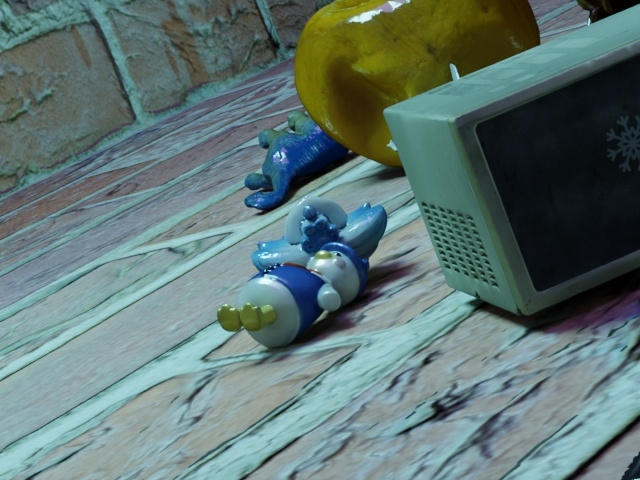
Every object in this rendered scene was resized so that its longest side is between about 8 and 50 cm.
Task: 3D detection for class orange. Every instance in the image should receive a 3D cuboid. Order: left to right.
[{"bbox_3d":[0.106,-0.177,1.931,0.249,0.183,0.249,-21,13,5],"label":"orange"}]

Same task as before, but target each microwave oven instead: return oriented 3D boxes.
[{"bbox_3d":[0.188,-0.062,1.238,0.241,0.145,0.194,-23,7,-10],"label":"microwave oven"}]

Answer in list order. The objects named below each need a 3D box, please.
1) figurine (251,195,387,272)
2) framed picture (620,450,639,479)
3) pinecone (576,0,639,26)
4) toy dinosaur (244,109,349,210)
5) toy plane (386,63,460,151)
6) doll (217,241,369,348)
[{"bbox_3d":[0.000,0.000,1.495,0.114,0.079,0.114,-28,10,5],"label":"figurine"},{"bbox_3d":[0.248,0.054,0.858,0.195,0.010,0.199,-16,11,31],"label":"framed picture"},{"bbox_3d":[0.322,-0.210,1.597,0.208,0.207,0.208,-21,10,4],"label":"pinecone"},{"bbox_3d":[0.005,-0.094,2.128,0.248,0.075,0.188,-19,18,-17],"label":"toy dinosaur"},{"bbox_3d":[0.144,-0.087,1.716,0.160,0.082,0.234,-12,24,-3],"label":"toy plane"},{"bbox_3d":[-0.012,0.038,1.397,0.099,0.057,0.143,-2,15,44],"label":"doll"}]
